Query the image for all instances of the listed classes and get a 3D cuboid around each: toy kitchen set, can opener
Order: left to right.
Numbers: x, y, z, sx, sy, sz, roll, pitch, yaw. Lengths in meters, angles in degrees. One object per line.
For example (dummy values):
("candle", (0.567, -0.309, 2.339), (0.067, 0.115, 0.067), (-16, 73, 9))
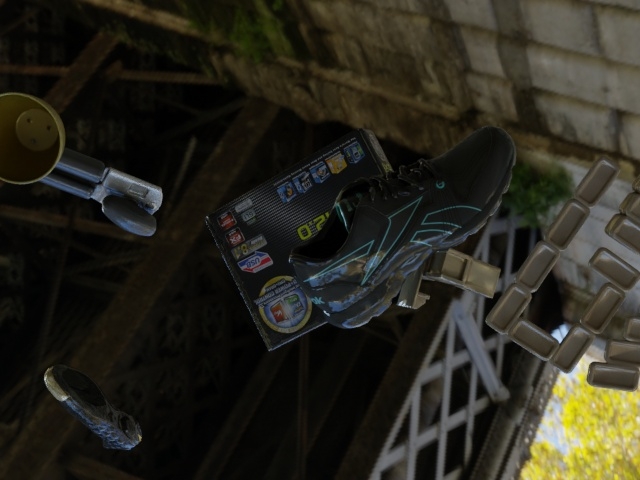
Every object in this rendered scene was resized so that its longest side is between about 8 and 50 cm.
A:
("can opener", (-0.392, -0.099, 1.508), (0.074, 0.280, 0.093), (-54, -155, 26))
("toy kitchen set", (0.130, 0.049, 0.967), (0.083, 0.075, 0.068), (4, -105, 62))

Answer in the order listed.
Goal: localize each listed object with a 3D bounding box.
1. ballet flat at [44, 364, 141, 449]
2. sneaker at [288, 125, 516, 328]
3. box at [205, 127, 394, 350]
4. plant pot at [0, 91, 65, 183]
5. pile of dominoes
("ballet flat", (-0.255, 0.191, 0.996), (0.049, 0.173, 0.057), (-22, -132, 7))
("sneaker", (0.084, -0.028, 0.915), (0.267, 0.106, 0.101), (-44, -154, 0))
("box", (0.000, 0.000, 1.267), (0.270, 0.060, 0.216), (-28, -97, 19))
("plant pot", (-0.439, -0.160, 1.359), (0.134, 0.134, 0.095), (-21, -167, 8))
("pile of dominoes", (0.338, 0.043, 1.048), (0.251, 0.196, 0.040), (-56, -178, 6))
